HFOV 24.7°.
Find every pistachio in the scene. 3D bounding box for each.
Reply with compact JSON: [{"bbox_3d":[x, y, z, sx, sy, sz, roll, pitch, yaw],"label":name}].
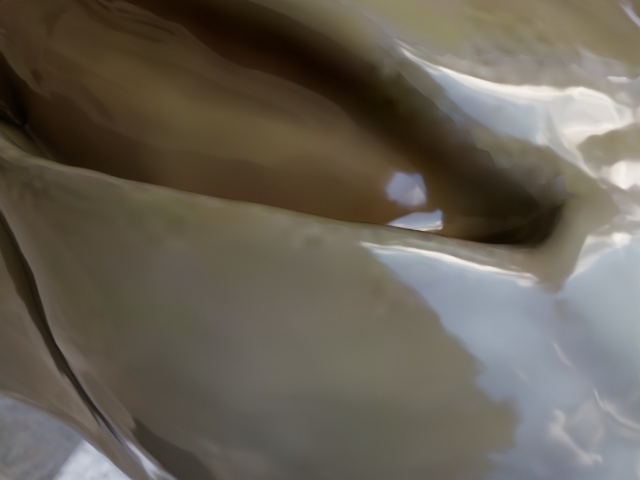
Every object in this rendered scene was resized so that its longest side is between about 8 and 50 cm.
[{"bbox_3d":[0.000,0.000,0.549,0.365,0.446,0.281,42,62,-69],"label":"pistachio"}]
